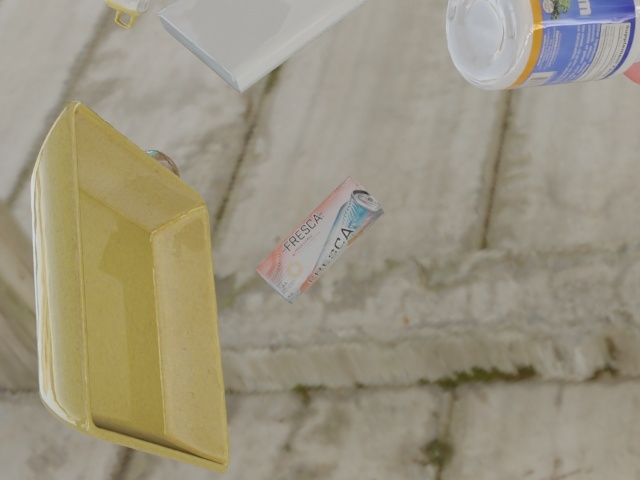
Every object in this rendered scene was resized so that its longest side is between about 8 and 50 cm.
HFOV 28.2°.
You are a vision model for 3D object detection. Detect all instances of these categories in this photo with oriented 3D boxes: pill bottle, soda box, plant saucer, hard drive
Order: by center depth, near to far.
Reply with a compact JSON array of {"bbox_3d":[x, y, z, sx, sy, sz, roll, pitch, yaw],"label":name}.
[{"bbox_3d":[-0.204,0.067,1.328,0.081,0.333,0.333,-12,-110,16],"label":"plant saucer"},{"bbox_3d":[0.302,-0.268,1.561,0.272,0.152,0.152,-10,-149,-31],"label":"pill bottle"},{"bbox_3d":[0.000,0.000,1.731,0.183,0.058,0.063,-45,-104,-1],"label":"soda box"},{"bbox_3d":[-0.070,-0.418,2.175,0.353,0.047,0.233,-38,-125,-15],"label":"hard drive"}]

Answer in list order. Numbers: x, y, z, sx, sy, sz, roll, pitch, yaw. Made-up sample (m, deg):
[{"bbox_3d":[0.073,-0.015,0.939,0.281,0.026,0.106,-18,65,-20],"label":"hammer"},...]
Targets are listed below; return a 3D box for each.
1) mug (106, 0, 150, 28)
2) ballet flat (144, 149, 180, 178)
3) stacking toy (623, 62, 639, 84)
[{"bbox_3d":[-0.328,-0.415,2.216,0.064,0.078,0.062,32,-120,26],"label":"mug"},{"bbox_3d":[-0.273,0.039,1.795,0.116,0.124,0.342,14,-87,13],"label":"ballet flat"},{"bbox_3d":[0.573,-0.351,1.883,0.309,0.279,0.130,-51,-137,12],"label":"stacking toy"}]
